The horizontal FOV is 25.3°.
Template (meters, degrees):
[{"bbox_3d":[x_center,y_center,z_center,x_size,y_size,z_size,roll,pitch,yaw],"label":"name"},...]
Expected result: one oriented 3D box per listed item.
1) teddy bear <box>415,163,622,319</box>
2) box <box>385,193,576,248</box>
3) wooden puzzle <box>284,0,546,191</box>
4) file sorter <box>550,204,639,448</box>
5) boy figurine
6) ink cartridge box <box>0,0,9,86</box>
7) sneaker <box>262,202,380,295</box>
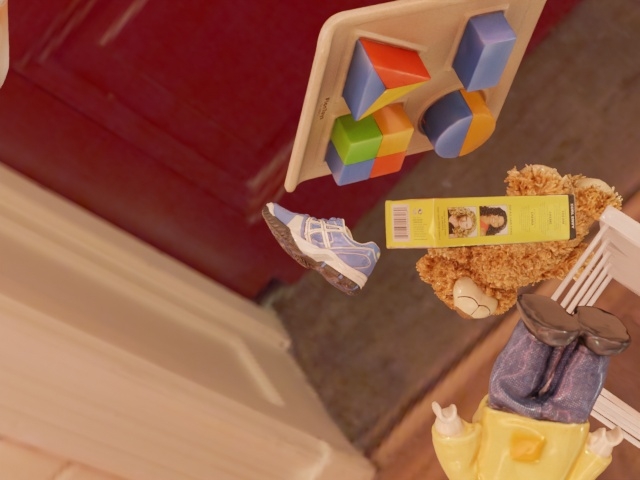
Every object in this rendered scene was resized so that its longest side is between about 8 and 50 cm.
[{"bbox_3d":[0.268,0.010,1.974,0.338,0.245,0.113,-33,53,34],"label":"teddy bear"},{"bbox_3d":[0.188,-0.022,1.647,0.087,0.232,0.058,-1,92,52],"label":"box"},{"bbox_3d":[0.133,-0.189,1.824,0.348,0.322,0.080,-19,61,-22],"label":"wooden puzzle"},{"bbox_3d":[0.354,0.113,1.578,0.193,0.278,0.173,35,86,18],"label":"file sorter"},{"bbox_3d":[0.179,0.190,1.300,0.092,0.177,0.285,-102,28,-69],"label":"boy figurine"},{"bbox_3d":[-0.281,-0.083,1.116,0.045,0.179,0.145,7,37,4],"label":"ink cartridge box"},{"bbox_3d":[0.000,0.000,2.140,0.211,0.080,0.081,35,77,26],"label":"sneaker"}]
